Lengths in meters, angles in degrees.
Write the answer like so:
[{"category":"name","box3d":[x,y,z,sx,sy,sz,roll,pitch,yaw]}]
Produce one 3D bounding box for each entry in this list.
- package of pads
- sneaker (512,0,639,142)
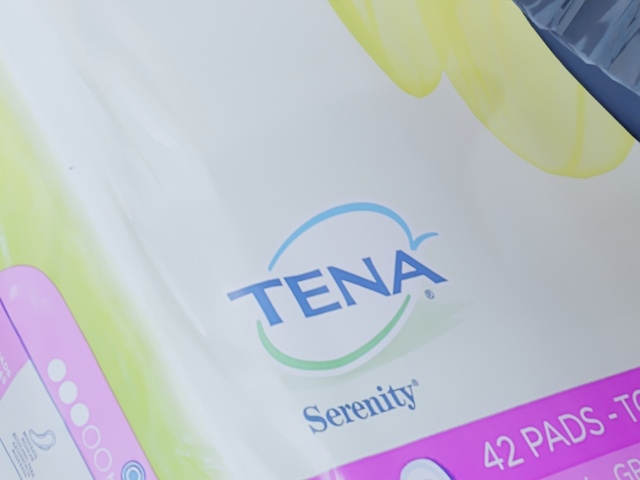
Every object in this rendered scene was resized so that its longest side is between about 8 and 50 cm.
[{"category":"package of pads","box3d":[0.002,-0.003,0.458,0.229,0.101,0.296,-12,63,-42]},{"category":"sneaker","box3d":[0.163,0.005,0.368,0.112,0.131,0.319,-45,80,9]}]
